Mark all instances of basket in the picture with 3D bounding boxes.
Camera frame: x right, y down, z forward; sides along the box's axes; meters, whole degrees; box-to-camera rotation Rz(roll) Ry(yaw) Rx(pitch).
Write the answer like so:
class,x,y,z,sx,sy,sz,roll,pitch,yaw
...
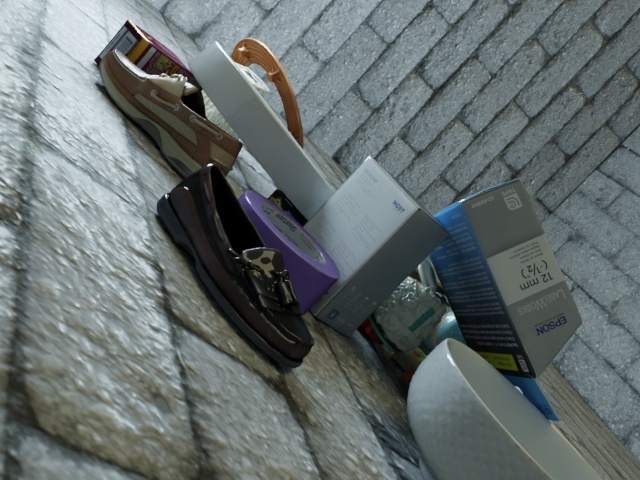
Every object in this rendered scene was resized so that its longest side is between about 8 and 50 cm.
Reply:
class,x,y,z,sx,sy,sz,roll,pitch,yaw
basket,-0.209,-0.304,1.722,0.103,0.167,0.113,19,25,-53

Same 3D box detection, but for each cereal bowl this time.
class,x,y,z,sx,sy,sz,roll,pitch,yaw
cereal bowl,0.231,0.290,0.994,0.339,0.141,0.339,41,10,-9

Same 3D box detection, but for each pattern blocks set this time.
class,x,y,z,sx,sy,sz,roll,pitch,yaw
pattern blocks set,0.201,0.252,1.374,0.325,0.026,0.285,49,11,30

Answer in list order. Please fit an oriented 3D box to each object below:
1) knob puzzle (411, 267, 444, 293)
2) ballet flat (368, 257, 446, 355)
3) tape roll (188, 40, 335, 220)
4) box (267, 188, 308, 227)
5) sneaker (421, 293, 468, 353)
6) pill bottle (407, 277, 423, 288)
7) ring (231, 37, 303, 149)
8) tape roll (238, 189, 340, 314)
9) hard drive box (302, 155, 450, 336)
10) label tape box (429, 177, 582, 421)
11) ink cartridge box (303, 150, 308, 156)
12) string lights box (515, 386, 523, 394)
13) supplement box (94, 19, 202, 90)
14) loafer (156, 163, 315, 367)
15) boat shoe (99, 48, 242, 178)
class,x,y,z,sx,sy,sz,roll,pitch,yaw
knob puzzle,0.219,0.072,1.590,0.213,0.030,0.213,29,-4,2
ballet flat,0.132,0.054,1.409,0.147,0.147,0.409,39,14,-26
tape roll,-0.099,-0.196,1.452,0.392,0.072,0.392,51,4,-4
box,0.000,0.000,1.576,0.220,0.051,0.175,30,17,-53
sneaker,0.287,0.217,1.615,0.319,0.127,0.208,51,-8,-34
pill bottle,0.184,0.089,1.783,0.184,0.103,0.103,49,11,32
ring,-0.139,-0.304,1.837,0.336,0.032,0.336,44,-34,42
tape roll,-0.065,0.017,1.155,0.189,0.080,0.189,41,10,-9
hard drive box,0.062,0.007,1.259,0.089,0.232,0.181,35,13,-39
label tape box,0.295,0.095,1.246,0.347,0.115,0.249,66,-10,2
ink cartridge box,-0.053,-0.181,2.003,0.109,0.062,0.209,60,10,16
string lights box,0.397,0.359,1.476,0.259,0.077,0.133,45,6,-41
supplement box,-0.322,-0.322,1.502,0.081,0.104,0.188,49,11,32
loafer,-0.097,0.020,0.964,0.302,0.095,0.109,49,11,29
boat shoe,-0.249,-0.223,1.333,0.324,0.116,0.123,46,10,16
